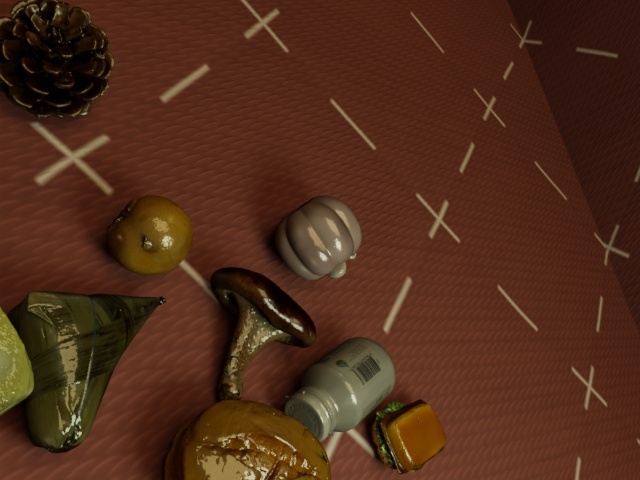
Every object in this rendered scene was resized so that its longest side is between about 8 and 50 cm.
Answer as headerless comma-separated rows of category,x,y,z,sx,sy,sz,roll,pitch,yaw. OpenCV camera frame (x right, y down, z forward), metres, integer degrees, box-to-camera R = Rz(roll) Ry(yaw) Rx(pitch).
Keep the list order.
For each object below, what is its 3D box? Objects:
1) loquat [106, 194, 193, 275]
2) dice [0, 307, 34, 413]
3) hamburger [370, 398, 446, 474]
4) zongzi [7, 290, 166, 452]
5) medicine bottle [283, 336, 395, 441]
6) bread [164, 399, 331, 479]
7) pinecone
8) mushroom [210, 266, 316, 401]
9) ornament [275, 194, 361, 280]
loquat,-0.280,-0.006,1.035,0.141,0.141,0.141,22,53,-32
dice,-0.464,0.161,0.739,0.166,0.169,0.169,-34,91,-47
hamburger,0.172,0.389,1.251,0.166,0.087,0.137,-7,70,-46
zongzi,-0.319,0.184,0.912,0.242,0.112,0.221,7,64,-50
medicine bottle,0.034,0.279,1.153,0.215,0.135,0.135,-27,86,-47
bread,-0.107,0.362,0.972,0.270,0.143,0.195,34,47,-26
pinecone,-0.440,-0.308,1.027,0.208,0.208,0.207,22,53,-32
mushroom,-0.133,0.176,1.087,0.227,0.148,0.217,39,61,-12
ornament,0.000,0.000,1.262,0.177,0.177,0.177,22,53,-32
